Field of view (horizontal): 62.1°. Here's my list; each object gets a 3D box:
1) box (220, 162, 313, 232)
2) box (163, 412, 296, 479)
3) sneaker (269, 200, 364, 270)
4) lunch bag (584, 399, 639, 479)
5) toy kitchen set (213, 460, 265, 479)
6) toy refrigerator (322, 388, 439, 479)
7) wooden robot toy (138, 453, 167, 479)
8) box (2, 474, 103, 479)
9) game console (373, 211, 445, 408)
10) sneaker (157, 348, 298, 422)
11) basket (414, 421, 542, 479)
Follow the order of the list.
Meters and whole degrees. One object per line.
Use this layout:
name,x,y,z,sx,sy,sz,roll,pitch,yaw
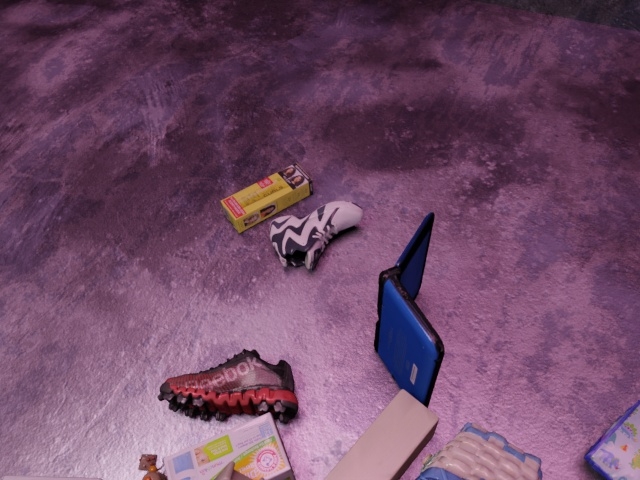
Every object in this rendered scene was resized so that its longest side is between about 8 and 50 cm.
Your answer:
box,-0.137,-0.114,1.388,0.232,0.058,0.087,-29,57,-17
box,-0.158,0.413,0.952,0.203,0.103,0.114,-21,54,-12
sneaker,0.000,0.000,1.270,0.235,0.094,0.153,-10,54,-4
lunch bag,0.557,0.383,0.931,0.151,0.096,0.129,-29,55,-29
toy kitchen set,-0.116,0.467,0.781,0.166,0.122,0.207,31,16,-6
toy refrigerator,0.089,0.401,0.946,0.094,0.102,0.269,35,63,27
wooden robot toy,-0.305,0.450,0.950,0.076,0.079,0.173,-21,53,-12
box,-0.447,0.468,0.913,0.171,0.130,0.091,0,52,3
game console,0.200,0.142,1.018,0.173,0.293,0.250,-24,55,-14
sneaker,-0.178,0.283,1.059,0.276,0.097,0.135,1,53,2
basket,0.214,0.454,0.810,0.201,0.254,0.289,22,38,18
